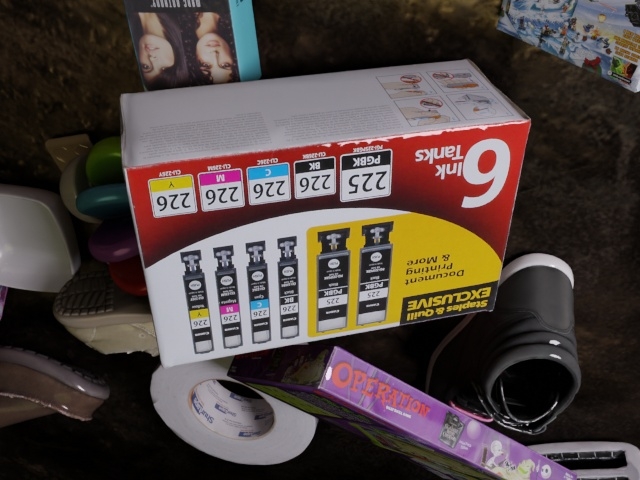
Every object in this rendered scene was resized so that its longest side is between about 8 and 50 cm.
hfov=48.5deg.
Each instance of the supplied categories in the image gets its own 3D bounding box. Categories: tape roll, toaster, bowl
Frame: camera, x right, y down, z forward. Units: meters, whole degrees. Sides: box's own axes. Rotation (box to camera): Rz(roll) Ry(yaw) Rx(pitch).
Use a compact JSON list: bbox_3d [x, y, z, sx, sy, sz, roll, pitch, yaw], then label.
[{"bbox_3d":[-0.105,0.194,0.920,0.219,0.072,0.219,7,128,9],"label":"tape roll"},{"bbox_3d":[0.331,0.337,0.877,0.227,0.129,0.146,-9,121,22],"label":"toaster"},{"bbox_3d":[-0.354,-0.009,0.846,0.142,0.053,0.142,7,126,10],"label":"bowl"}]

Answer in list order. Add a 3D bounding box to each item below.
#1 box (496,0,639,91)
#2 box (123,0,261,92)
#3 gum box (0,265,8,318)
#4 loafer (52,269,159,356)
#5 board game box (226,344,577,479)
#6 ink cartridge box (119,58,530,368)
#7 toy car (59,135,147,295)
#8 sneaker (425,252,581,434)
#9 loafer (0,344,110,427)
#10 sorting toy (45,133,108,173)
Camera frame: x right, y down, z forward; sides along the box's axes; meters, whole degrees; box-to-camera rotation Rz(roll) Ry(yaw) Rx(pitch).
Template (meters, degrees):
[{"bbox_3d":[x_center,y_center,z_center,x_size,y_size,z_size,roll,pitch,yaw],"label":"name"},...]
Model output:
[{"bbox_3d":[0.201,-0.183,0.534,0.137,0.027,0.094,41,141,36],"label":"box"},{"bbox_3d":[-0.119,-0.242,0.604,0.101,0.060,0.244,4,127,12],"label":"box"},{"bbox_3d":[-0.495,0.043,0.915,0.188,0.062,0.107,27,129,-7],"label":"gum box"},{"bbox_3d":[-0.170,0.081,0.834,0.269,0.101,0.092,-1,138,6],"label":"loafer"},{"bbox_3d":[0.088,0.203,0.783,0.347,0.056,0.208,32,163,-25],"label":"board game box"},{"bbox_3d":[0.000,0.000,0.639,0.310,0.130,0.271,-9,128,-10],"label":"ink cartridge box"},{"bbox_3d":[-0.184,-0.016,0.734,0.159,0.136,0.182,-9,129,18],"label":"toy car"},{"bbox_3d":[0.184,0.163,0.773,0.105,0.147,0.295,19,130,-2],"label":"sneaker"},{"bbox_3d":[-0.454,0.216,0.971,0.366,0.130,0.134,1,159,21],"label":"loafer"},{"bbox_3d":[-0.255,-0.090,0.784,0.083,0.012,0.062,-5,127,18],"label":"sorting toy"}]
